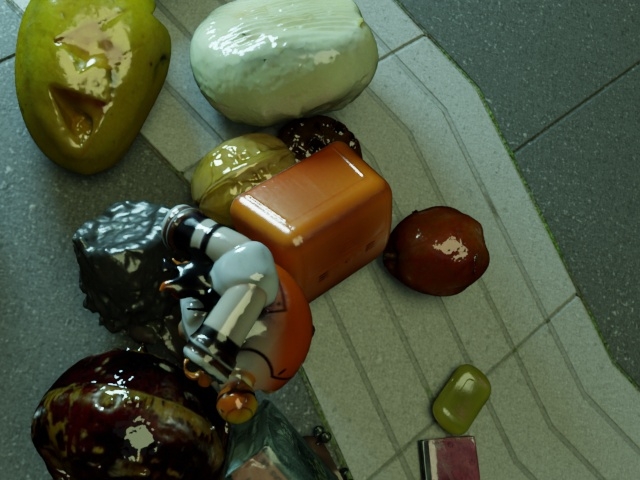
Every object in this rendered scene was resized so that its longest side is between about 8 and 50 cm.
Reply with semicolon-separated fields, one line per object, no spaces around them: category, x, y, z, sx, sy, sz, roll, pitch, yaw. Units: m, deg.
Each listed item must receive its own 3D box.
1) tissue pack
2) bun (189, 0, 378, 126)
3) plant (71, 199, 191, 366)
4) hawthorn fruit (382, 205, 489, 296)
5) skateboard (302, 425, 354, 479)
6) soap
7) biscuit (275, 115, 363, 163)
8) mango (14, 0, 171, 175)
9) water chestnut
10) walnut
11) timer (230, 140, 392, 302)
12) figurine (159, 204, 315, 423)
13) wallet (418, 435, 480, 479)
tissue pack;-0.016;0.416;1.054;0.103;0.228;0.316;-40;96;-4
bun;-0.055;-0.329;1.270;0.361;0.213;0.361;-4;38;3
plant;-0.292;0.058;1.106;0.178;0.204;0.234;-47;139;-39
hawthorn fruit;0.212;0.020;1.299;0.202;0.185;0.185;-4;78;-17
skateboard;0.008;0.410;1.195;0.080;0.067;0.151;-29;91;-14
soap;0.275;0.309;1.316;0.089;0.045;0.140;45;66;-7
biscuit;-0.005;-0.161;1.340;0.192;0.049;0.192;3;80;-16
mango;-0.397;-0.293;1.181;0.253;0.182;0.365;9;85;-20
water chestnut;-0.277;0.313;0.989;0.300;0.300;0.300;5;75;-18
walnut;-0.134;-0.110;1.223;0.206;0.159;0.159;-29;87;-15
timer;0.000;0.000;1.209;0.257;0.250;0.161;-32;52;-23
figurine;-0.117;0.112;1.012;0.196;0.323;0.320;-16;64;2
wallet;0.251;0.491;1.274;0.119;0.025;0.232;0;77;-20
